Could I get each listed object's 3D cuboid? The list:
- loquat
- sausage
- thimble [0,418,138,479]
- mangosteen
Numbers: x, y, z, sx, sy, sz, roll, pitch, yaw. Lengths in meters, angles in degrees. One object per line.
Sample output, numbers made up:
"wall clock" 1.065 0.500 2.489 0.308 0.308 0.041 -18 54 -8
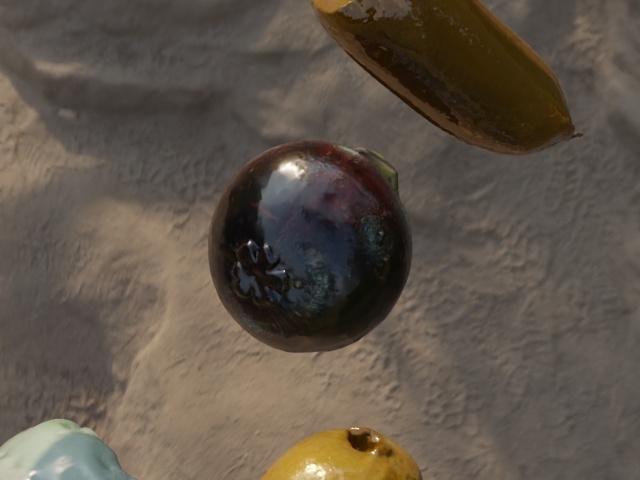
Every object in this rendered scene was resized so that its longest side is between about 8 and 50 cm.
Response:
"loquat" 0.019 0.314 1.105 0.193 0.238 0.238 25 60 20
"sausage" 0.130 -0.146 0.916 0.328 0.112 0.112 31 57 -38
"thimble" -0.134 0.208 0.525 0.149 0.211 0.185 -35 56 -27
"mangosteen" -0.007 0.005 1.541 0.330 0.330 0.330 6 66 -14
